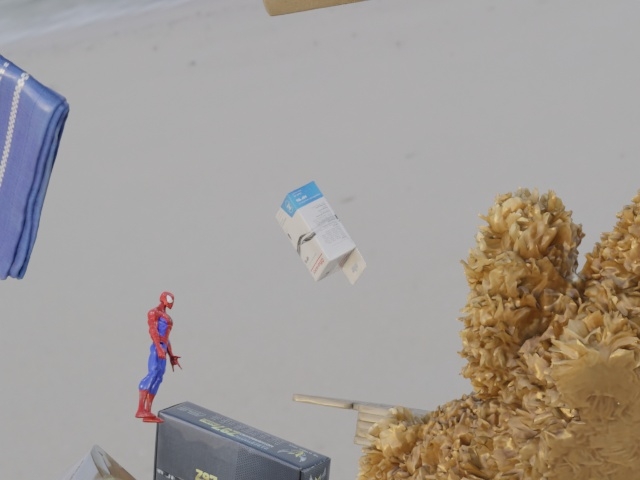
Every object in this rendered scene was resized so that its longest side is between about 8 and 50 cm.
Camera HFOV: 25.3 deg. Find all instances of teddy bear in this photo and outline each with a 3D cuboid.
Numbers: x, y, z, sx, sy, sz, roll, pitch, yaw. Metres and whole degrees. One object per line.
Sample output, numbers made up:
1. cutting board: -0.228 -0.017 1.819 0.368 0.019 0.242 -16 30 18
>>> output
1. teddy bear: 0.165 0.074 0.713 0.245 0.338 0.113 24 31 5

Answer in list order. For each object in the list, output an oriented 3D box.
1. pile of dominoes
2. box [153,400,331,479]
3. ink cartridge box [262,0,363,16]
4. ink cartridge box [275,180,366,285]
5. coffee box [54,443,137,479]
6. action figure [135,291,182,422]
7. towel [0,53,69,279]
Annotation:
1. pile of dominoes: 0.103 0.192 1.439 0.196 0.040 0.251 6 -6 27
2. box: -0.100 0.312 1.694 0.232 0.183 0.059 17 18 35
3. ink cartridge box: 0.021 -0.302 1.128 0.193 0.235 0.088 -7 49 13
4. ink cartridge box: 0.000 0.000 1.157 0.028 0.083 0.048 -27 -14 -23
5. coffee box: -0.179 0.339 1.390 0.098 0.246 0.141 -42 10 26
6. action figure: -0.141 0.100 1.248 0.030 0.115 0.038 -2 -18 16
7. towel: -0.390 -0.121 1.300 0.040 0.336 0.243 -54 -7 -45
